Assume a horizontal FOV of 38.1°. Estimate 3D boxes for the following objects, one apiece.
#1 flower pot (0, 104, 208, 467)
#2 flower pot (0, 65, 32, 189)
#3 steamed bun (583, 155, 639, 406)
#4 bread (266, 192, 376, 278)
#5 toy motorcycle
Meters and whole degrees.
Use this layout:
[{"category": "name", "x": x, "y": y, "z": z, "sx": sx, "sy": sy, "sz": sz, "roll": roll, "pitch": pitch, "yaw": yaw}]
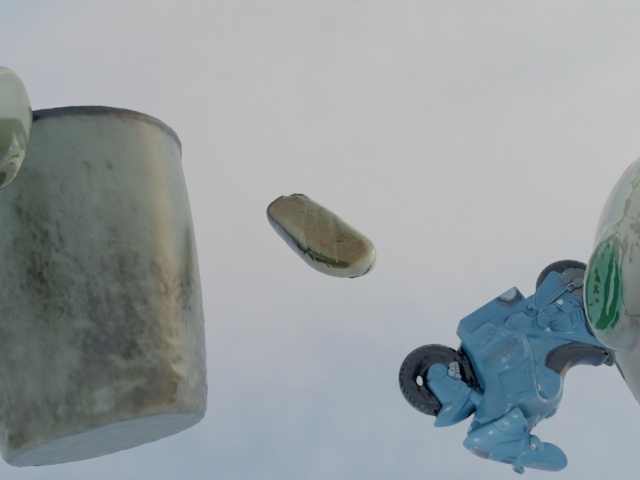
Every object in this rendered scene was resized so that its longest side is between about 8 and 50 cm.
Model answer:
[{"category": "flower pot", "x": -0.261, "y": 0.062, "z": 1.024, "sx": 0.294, "sy": 0.293, "sz": 0.330, "roll": -17, "pitch": -106, "yaw": 1}, {"category": "flower pot", "x": -0.348, "y": -0.109, "z": 0.660, "sx": 0.165, "sy": 0.367, "sz": 0.254, "roll": -2, "pitch": -126, "yaw": 14}, {"category": "steamed bun", "x": 0.247, "y": 0.048, "z": 0.551, "sx": 0.177, "sy": 0.228, "sz": 0.131, "roll": -2, "pitch": -151, "yaw": 46}, {"category": "bread", "x": -0.001, "y": -0.001, "z": 1.144, "sx": 0.073, "sy": 0.053, "sz": 0.214, "roll": -36, "pitch": -143, "yaw": -14}, {"category": "toy motorcycle", "x": 0.229, "y": 0.132, "z": 0.956, "sx": 0.272, "sy": 0.123, "sz": 0.182, "roll": -31, "pitch": -113, "yaw": -15}]
